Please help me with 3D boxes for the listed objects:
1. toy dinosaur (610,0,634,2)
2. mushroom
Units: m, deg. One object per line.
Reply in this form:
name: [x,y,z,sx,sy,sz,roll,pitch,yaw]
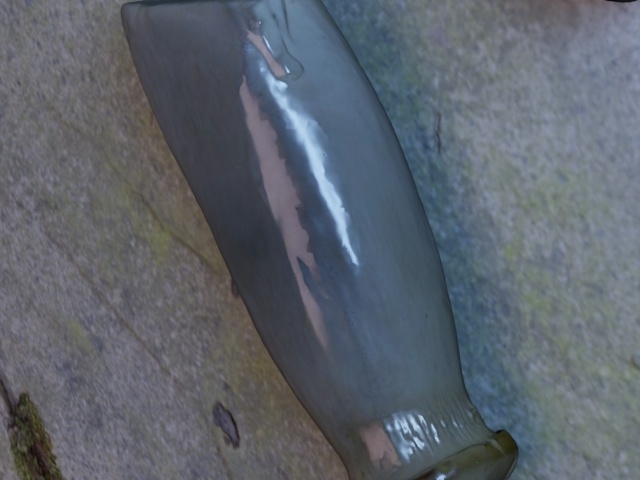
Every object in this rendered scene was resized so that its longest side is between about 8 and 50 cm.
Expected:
toy dinosaur: [0.098,-0.159,0.864,0.187,0.179,0.087,29,127,45]
mushroom: [0.005,-0.006,1.100,0.154,0.137,0.407,-31,85,42]
